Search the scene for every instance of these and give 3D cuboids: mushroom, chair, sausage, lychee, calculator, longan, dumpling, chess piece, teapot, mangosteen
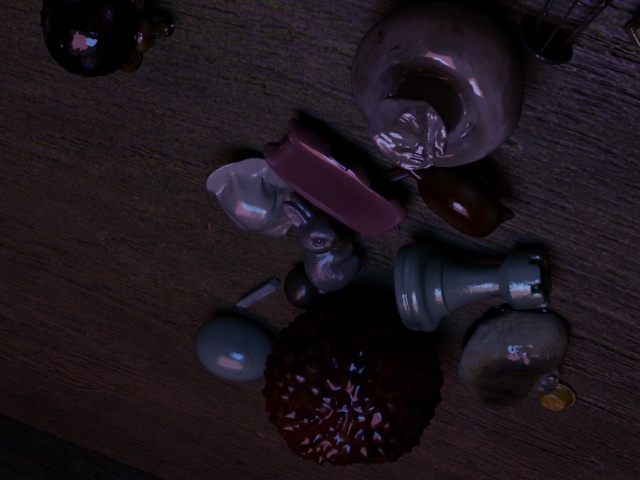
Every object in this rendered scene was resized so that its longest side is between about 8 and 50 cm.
[{"bbox_3d":[0.434,0.286,2.168,0.247,0.130,0.344,34,144,-3],"label":"mushroom"},{"bbox_3d":[0.178,-0.228,1.560,0.297,0.290,0.297,17,142,14],"label":"mushroom"},{"bbox_3d":[0.380,-0.351,1.452,0.104,0.095,0.221,37,145,5],"label":"chair"},{"bbox_3d":[0.151,-0.133,1.916,0.198,0.028,0.025,-18,107,43],"label":"sausage"},{"bbox_3d":[0.077,0.326,2.218,0.424,0.500,0.425,1,100,7],"label":"lychee"},{"bbox_3d":[0.035,-0.112,1.965,0.329,0.048,0.220,36,153,-9],"label":"calculator"},{"bbox_3d":[-0.042,0.112,2.277,0.106,0.106,0.119,48,177,-26],"label":"longan"},{"bbox_3d":[-0.133,-0.095,2.076,0.166,0.126,0.216,-34,101,21],"label":"dumpling"},{"bbox_3d":[0.318,0.088,1.968,0.299,0.195,0.194,-5,134,23],"label":"chess piece"},{"bbox_3d":[0.261,-0.106,1.808,0.252,0.135,0.178,41,175,-10],"label":"teapot"},{"bbox_3d":[-0.401,-0.408,1.799,0.250,0.211,0.211,1,148,-18],"label":"mangosteen"}]

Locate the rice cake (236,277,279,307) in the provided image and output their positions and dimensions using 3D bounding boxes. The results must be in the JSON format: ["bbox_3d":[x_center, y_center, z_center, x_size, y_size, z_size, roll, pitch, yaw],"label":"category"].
[{"bbox_3d":[-0.160,0.135,2.427,0.029,0.033,0.171,40,141,-17],"label":"rice cake"}]

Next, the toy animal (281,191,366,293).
[{"bbox_3d":[0.000,0.002,2.076,0.125,0.127,0.251,-6,138,30],"label":"toy animal"}]

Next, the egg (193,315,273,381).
[{"bbox_3d":[-0.228,0.292,2.545,0.231,0.168,0.168,19,143,8],"label":"egg"}]

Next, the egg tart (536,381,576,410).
[{"bbox_3d":[0.559,0.375,2.274,0.105,0.039,0.105,19,143,14],"label":"egg tart"}]

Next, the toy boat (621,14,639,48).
[{"bbox_3d":[0.537,-0.333,1.393,0.200,0.077,0.057,-16,114,47],"label":"toy boat"}]
